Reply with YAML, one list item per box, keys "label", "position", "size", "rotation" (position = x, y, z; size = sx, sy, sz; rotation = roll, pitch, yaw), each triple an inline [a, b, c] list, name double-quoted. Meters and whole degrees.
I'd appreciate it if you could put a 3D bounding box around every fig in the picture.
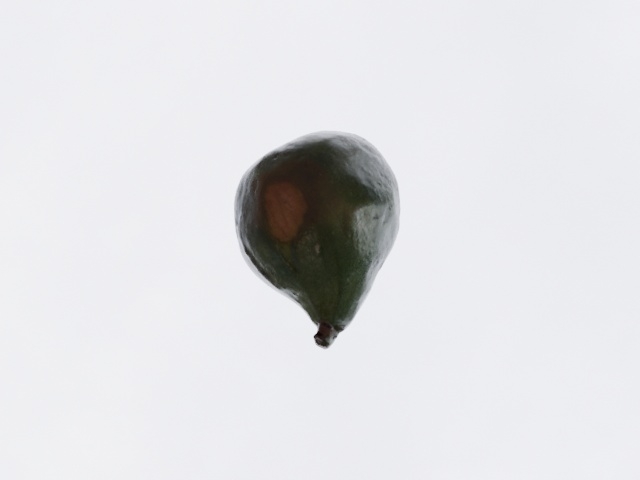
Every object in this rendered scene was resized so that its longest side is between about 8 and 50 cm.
- label: "fig"
  position: [0.000, 0.000, 1.669]
  size: [0.195, 0.195, 0.244]
  rotation: [-18, -99, 32]
